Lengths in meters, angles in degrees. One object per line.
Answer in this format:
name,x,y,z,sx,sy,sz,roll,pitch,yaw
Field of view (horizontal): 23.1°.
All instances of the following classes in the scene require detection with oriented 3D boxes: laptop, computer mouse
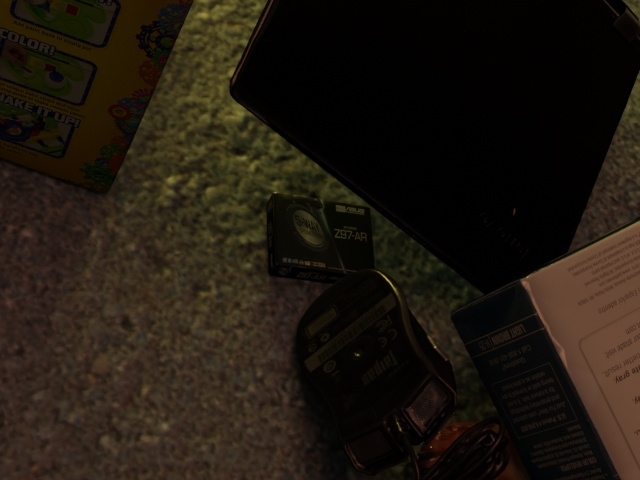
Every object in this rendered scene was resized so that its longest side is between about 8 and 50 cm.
laptop,0.070,-0.207,1.274,0.382,0.236,0.408,37,16,-40
computer mouse,0.028,0.141,1.106,0.060,0.184,0.262,45,5,-34

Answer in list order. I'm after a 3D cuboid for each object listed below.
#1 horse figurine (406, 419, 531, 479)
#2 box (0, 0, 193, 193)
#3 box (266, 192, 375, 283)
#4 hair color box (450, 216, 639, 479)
horse figurine,0.193,0.161,1.184,0.263,0.066,0.174,-38,85,-34
box,-0.172,-0.244,1.149,0.177,0.279,0.290,19,54,-11
box,0.000,0.000,1.231,0.083,0.018,0.067,9,57,-18
hair color box,0.252,0.164,1.113,0.174,0.105,0.347,-24,85,-30
